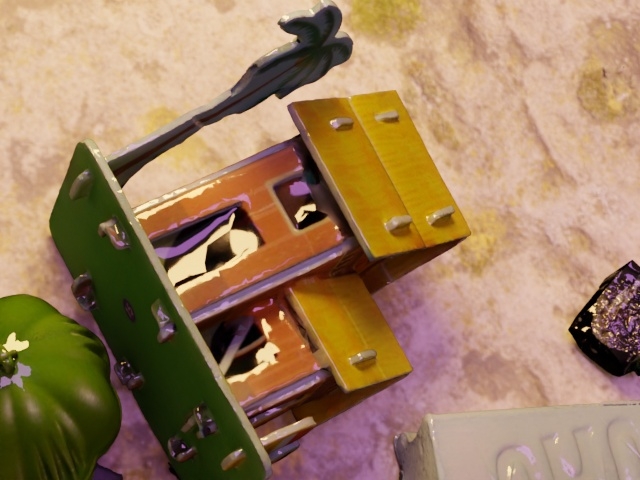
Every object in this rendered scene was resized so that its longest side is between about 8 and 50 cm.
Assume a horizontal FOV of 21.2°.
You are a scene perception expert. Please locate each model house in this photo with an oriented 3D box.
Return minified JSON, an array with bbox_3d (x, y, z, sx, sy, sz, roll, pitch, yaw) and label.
[{"bbox_3d":[0.000,0.000,1.374,0.324,0.340,0.300,-25,78,-25],"label":"model house"}]

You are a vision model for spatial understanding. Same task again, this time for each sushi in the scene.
[{"bbox_3d":[0.288,0.081,1.606,0.085,0.056,0.083,44,62,1],"label":"sushi"}]

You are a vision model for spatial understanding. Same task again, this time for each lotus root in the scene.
[{"bbox_3d":[-0.242,0.113,1.325,0.186,0.186,0.186,7,68,-17],"label":"lotus root"}]

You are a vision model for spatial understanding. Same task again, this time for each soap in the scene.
[{"bbox_3d":[0.208,0.223,1.502,0.261,0.094,0.150,-2,71,-20],"label":"soap"}]

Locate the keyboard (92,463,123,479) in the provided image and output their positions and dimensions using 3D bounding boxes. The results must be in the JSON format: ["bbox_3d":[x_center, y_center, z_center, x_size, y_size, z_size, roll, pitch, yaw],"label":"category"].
[{"bbox_3d":[-0.217,0.267,1.376,0.060,0.018,0.195,27,63,-17],"label":"keyboard"}]
